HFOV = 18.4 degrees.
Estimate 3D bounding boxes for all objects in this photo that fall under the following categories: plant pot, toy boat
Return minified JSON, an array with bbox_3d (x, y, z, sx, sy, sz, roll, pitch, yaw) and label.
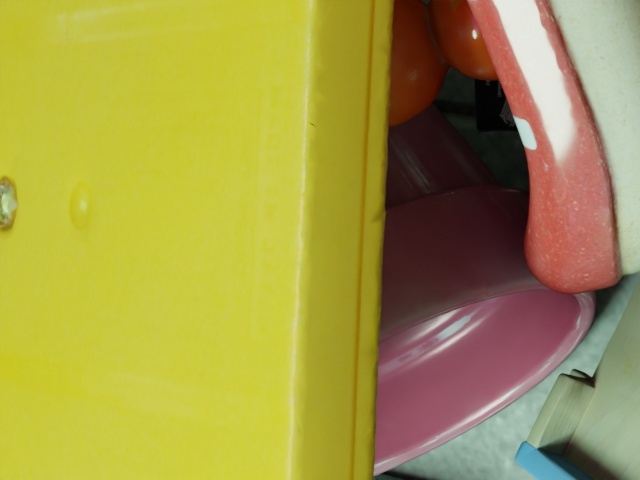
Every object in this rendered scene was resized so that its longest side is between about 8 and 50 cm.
[{"bbox_3d":[0.000,0.000,0.920,0.201,0.201,0.180,-42,63,33],"label":"plant pot"},{"bbox_3d":[0.065,-0.085,0.787,0.151,0.151,0.231,-18,106,19],"label":"toy boat"}]

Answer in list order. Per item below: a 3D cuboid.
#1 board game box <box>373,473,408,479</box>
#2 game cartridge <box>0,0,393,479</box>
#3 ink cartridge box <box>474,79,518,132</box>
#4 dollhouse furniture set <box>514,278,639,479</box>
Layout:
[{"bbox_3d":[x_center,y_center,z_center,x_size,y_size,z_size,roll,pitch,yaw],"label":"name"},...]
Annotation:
[{"bbox_3d":[-0.062,0.225,1.065,0.303,0.097,0.224,10,108,33],"label":"board game box"},{"bbox_3d":[-0.080,-0.014,0.836,0.324,0.053,0.285,4,92,54],"label":"game cartridge"},{"bbox_3d":[0.116,-0.151,0.879,0.097,0.046,0.207,4,104,31],"label":"ink cartridge box"},{"bbox_3d":[0.274,0.037,0.813,0.303,0.198,0.286,33,101,56],"label":"dollhouse furniture set"}]
